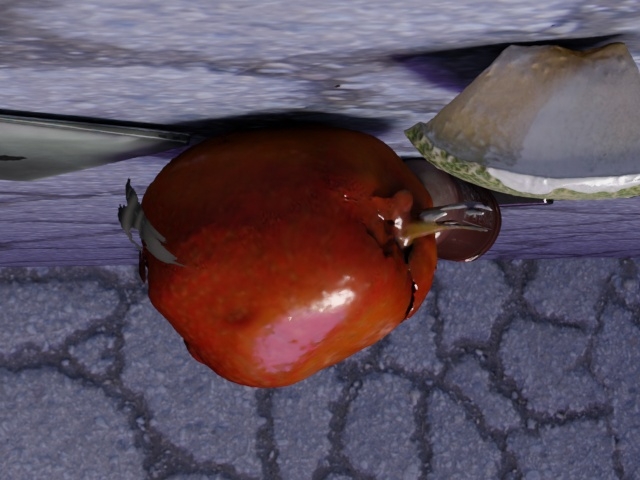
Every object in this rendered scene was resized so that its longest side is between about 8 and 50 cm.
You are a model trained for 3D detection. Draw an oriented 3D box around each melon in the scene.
[{"bbox_3d":[0.114,-0.071,0.793,0.140,0.093,0.202,-3,-175,-24],"label":"melon"}]

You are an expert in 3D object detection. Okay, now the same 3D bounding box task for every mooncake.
[{"bbox_3d":[-0.258,-0.033,0.985,0.347,0.057,0.150,-2,144,36],"label":"mooncake"}]

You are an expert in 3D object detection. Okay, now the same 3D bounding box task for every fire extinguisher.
[{"bbox_3d":[0.107,-0.033,1.312,0.105,0.104,0.269,-4,176,20],"label":"fire extinguisher"}]

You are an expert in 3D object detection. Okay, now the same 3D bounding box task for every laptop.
[{"bbox_3d":[-0.255,-0.073,1.054,0.188,0.015,0.269,2,174,-41],"label":"laptop"}]

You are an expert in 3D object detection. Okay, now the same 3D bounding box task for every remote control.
[{"bbox_3d":[0.155,-0.049,1.555,0.245,0.025,0.063,-3,180,16],"label":"remote control"}]

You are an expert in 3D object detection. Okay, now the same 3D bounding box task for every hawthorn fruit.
[{"bbox_3d":[0.000,0.000,1.010,0.299,0.211,0.211,-17,169,31],"label":"hawthorn fruit"}]
